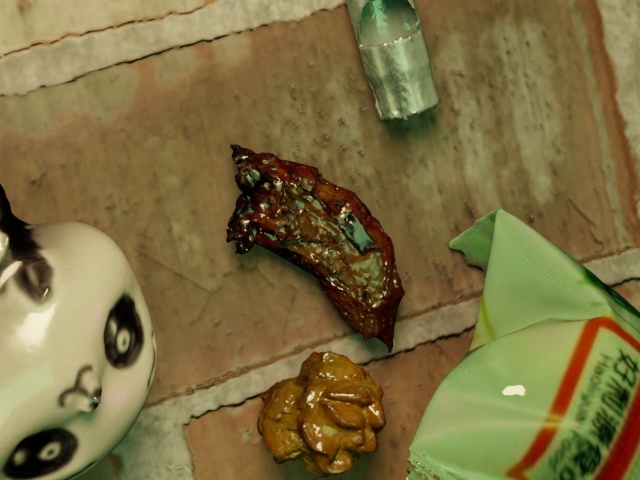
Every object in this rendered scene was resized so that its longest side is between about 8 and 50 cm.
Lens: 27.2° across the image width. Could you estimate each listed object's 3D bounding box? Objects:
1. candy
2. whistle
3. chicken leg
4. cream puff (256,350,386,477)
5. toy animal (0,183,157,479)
[{"bbox_3d":[0.194,0.163,1.113,0.263,0.398,0.172,38,134,-10],"label":"candy"},{"bbox_3d":[0.038,-0.259,1.151,0.062,0.062,0.312,-19,103,-10],"label":"whistle"},{"bbox_3d":[0.000,0.000,1.186,0.234,0.063,0.105,36,94,-18],"label":"chicken leg"},{"bbox_3d":[-0.001,0.154,1.195,0.094,0.122,0.116,39,49,-25],"label":"cream puff"},{"bbox_3d":[-0.278,0.064,1.051,0.251,0.251,0.310,-45,118,-3],"label":"toy animal"}]
